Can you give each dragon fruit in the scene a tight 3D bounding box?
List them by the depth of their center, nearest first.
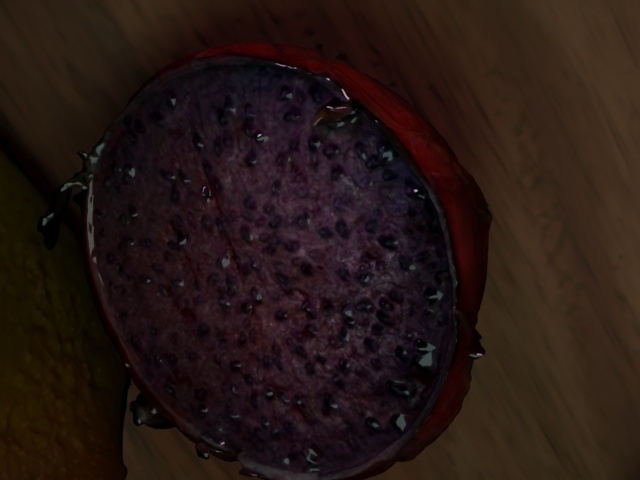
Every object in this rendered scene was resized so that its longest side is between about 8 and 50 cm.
[{"bbox_3d":[0.004,0.001,0.867,0.224,0.148,0.218,-31,87,36],"label":"dragon fruit"}]

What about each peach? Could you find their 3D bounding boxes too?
[{"bbox_3d":[-0.227,0.059,0.876,0.275,0.248,0.245,33,159,-32],"label":"peach"}]
